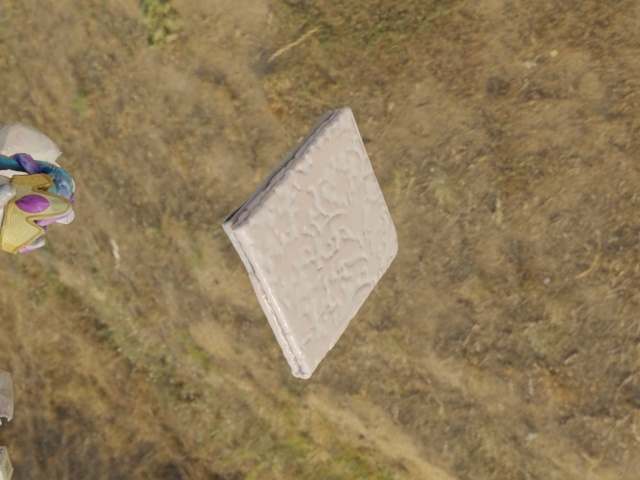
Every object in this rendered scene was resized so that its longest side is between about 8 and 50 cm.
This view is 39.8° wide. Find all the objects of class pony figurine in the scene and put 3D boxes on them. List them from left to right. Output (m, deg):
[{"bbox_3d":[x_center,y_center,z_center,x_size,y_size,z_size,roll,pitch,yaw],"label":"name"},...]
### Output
[{"bbox_3d":[-0.384,-0.001,0.817,0.351,0.363,0.303,102,173,-72],"label":"pony figurine"}]

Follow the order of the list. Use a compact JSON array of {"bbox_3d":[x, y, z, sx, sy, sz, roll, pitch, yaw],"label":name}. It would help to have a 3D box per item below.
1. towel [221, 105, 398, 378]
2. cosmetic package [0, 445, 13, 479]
[{"bbox_3d":[0.000,0.000,1.424,0.053,0.332,0.317,5,132,37],"label":"towel"},{"bbox_3d":[-0.528,0.343,1.327,0.115,0.041,0.060,1,129,-2],"label":"cosmetic package"}]
